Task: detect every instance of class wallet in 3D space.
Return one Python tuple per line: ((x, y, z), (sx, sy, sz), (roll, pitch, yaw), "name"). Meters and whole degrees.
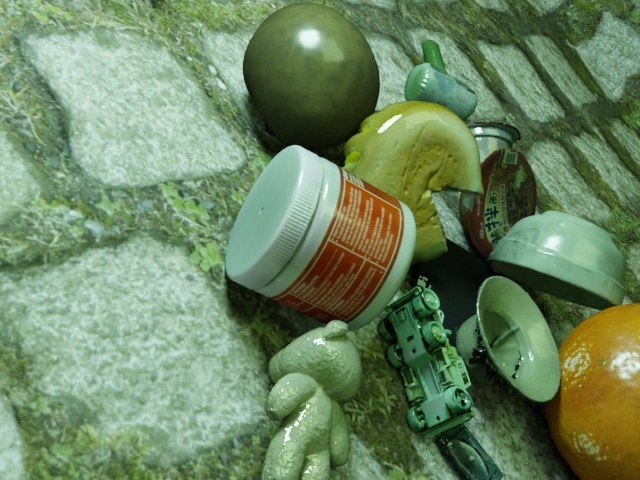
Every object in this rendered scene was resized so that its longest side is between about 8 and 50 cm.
((0.276, 0.399, 1.277), (0.088, 0.026, 0.129), (-21, 66, -49), "wallet")
((0.293, 0.130, 1.509), (0.247, 0.041, 0.323), (32, 43, -20), "wallet")

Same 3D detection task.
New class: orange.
((0.649, 0.345, 1.424), (0.424, 0.326, 0.424), (18, 63, -39), "orange")

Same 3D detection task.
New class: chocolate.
((0.417, -0.210, 1.818), (0.221, 0.221, 0.147), (8, 80, -37), "chocolate")

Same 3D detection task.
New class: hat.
((0.346, 0.211, 1.379), (0.257, 0.130, 0.257), (26, 48, -32), "hat")

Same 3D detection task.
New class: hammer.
((0.325, -0.474, 1.985), (0.206, 0.119, 0.336), (26, 38, -24), "hammer")

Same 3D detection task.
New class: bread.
((0.172, -0.124, 1.433), (0.333, 0.333, 0.160), (28, -1, -21), "bread")

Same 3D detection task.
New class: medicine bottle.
((0.000, 0.000, 1.193), (0.240, 0.252, 0.253), (28, 44, -23), "medicine bottle")

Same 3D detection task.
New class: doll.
((-0.026, 0.266, 1.078), (0.149, 0.175, 0.278), (8, 52, 12), "doll")

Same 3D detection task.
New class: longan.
((-0.017, -0.332, 1.442), (0.297, 0.297, 0.297), (23, 46, -26), "longan")

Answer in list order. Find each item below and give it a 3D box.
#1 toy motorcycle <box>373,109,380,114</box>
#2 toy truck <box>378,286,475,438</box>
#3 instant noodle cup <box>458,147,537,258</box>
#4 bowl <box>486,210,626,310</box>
((0.203, -0.208, 1.632), (0.340, 0.107, 0.223), (-28, 101, -60), "toy motorcycle")
((0.217, 0.225, 1.300), (0.135, 0.128, 0.260), (14, 50, -39), "toy truck")
((0.414, -0.093, 1.711), (0.274, 0.090, 0.274), (-8, 104, -37), "instant noodle cup")
((0.553, 0.039, 1.588), (0.307, 0.307, 0.163), (27, 86, -22), "bowl")
